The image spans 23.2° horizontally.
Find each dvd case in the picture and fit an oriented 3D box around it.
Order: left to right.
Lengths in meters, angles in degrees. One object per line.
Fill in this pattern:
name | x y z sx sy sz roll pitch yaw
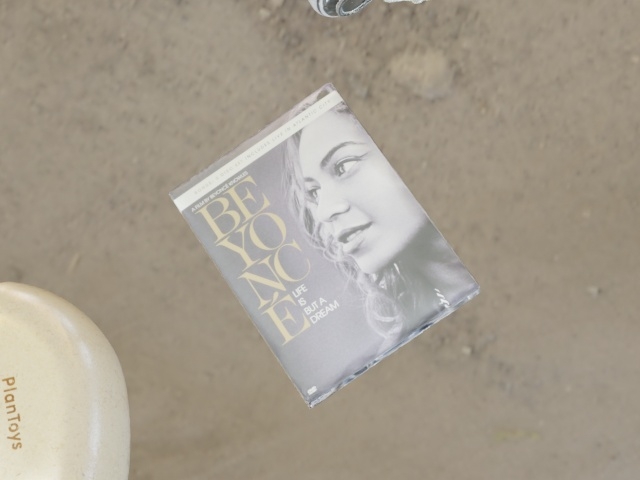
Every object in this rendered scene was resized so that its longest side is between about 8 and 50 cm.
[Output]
dvd case | 0.000 0.000 1.257 0.165 0.221 0.018 -35 158 0

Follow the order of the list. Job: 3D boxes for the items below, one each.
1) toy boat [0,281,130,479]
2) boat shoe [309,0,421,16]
toy boat | -0.328 0.176 1.410 0.318 0.267 0.148 -7 155 2
boat shoe | 0.085 -0.295 1.600 0.306 0.113 0.105 -40 76 51
